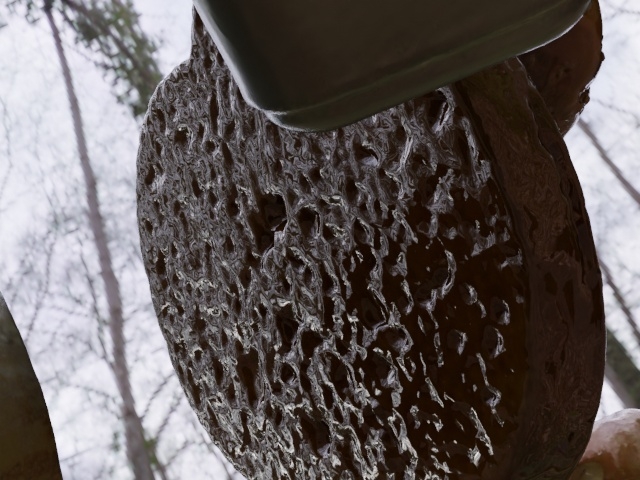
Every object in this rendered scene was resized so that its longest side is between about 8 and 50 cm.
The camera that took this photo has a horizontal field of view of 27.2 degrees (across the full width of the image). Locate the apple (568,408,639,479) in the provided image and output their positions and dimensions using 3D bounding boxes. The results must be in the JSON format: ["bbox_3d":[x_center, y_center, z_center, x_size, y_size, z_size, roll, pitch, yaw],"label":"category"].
[{"bbox_3d":[0.228,0.223,1.008,0.199,0.199,0.199,-16,-48,-18],"label":"apple"}]

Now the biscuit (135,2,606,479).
[{"bbox_3d":[0.007,-0.003,0.750,0.070,0.394,0.350,-16,-81,-31],"label":"biscuit"}]

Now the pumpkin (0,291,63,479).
[{"bbox_3d":[-0.160,0.065,0.507,0.110,0.217,0.217,-26,-42,-35],"label":"pumpkin"}]

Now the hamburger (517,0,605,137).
[{"bbox_3d":[0.070,-0.129,0.897,0.243,0.146,0.286,-10,-46,0],"label":"hamburger"}]

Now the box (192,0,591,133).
[{"bbox_3d":[-0.006,-0.181,0.499,0.175,0.312,0.182,-22,-59,5],"label":"box"}]
